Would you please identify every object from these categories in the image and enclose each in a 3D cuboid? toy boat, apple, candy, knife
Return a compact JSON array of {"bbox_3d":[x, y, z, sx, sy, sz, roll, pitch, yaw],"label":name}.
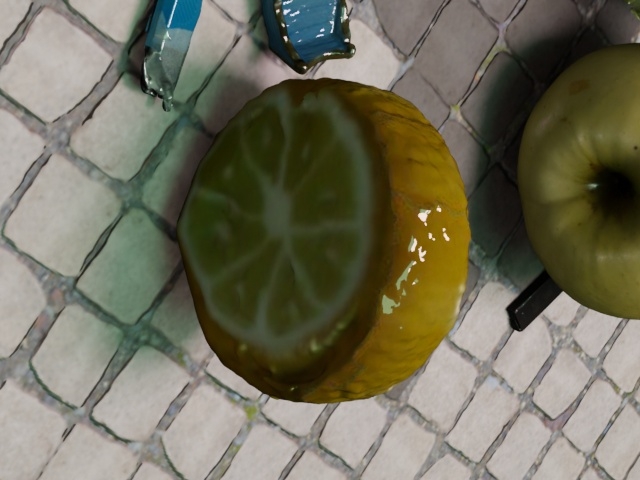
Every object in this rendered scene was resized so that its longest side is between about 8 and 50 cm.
[{"bbox_3d":[-0.004,-0.225,1.162,0.075,0.077,0.185,-20,120,-33],"label":"toy boat"},{"bbox_3d":[0.316,-0.059,1.396,0.262,0.262,0.262,-18,119,-35],"label":"apple"},{"bbox_3d":[0.000,0.000,1.139,0.118,0.260,0.260,1,107,-44],"label":"candy"},{"bbox_3d":[-0.089,-0.244,1.120,0.044,0.026,0.297,12,98,-46],"label":"knife"}]

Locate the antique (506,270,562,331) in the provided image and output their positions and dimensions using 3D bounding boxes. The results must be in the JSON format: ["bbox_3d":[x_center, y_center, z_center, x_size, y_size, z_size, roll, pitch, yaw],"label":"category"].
[{"bbox_3d":[0.265,0.024,1.547,0.192,0.015,0.031,-42,130,-20],"label":"antique"}]

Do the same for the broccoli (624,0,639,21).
[{"bbox_3d":[0.356,-0.249,1.317,0.226,0.198,0.176,-4,155,-15],"label":"broccoli"}]
